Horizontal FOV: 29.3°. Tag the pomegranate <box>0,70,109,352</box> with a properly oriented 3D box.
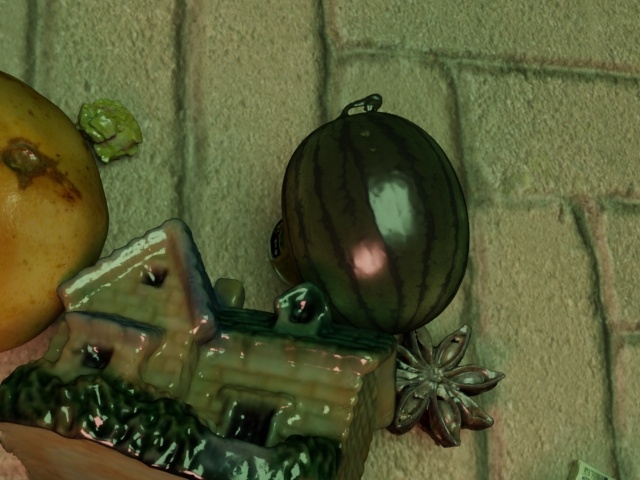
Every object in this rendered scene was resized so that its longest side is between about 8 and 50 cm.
[{"bbox_3d":[-0.503,-0.041,1.717,0.417,0.416,0.416,5,72,-17],"label":"pomegranate"}]

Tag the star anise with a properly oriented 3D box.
[{"bbox_3d":[0.171,0.239,1.984,0.223,0.109,0.236,-20,63,-31],"label":"star anise"}]

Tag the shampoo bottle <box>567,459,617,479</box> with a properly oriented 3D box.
[{"bbox_3d":[0.483,0.420,2.068,0.141,0.034,0.049,26,60,-9],"label":"shampoo bottle"}]

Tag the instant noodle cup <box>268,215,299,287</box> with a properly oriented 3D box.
[{"bbox_3d":[0.000,0.000,1.992,0.151,0.122,0.151,5,71,-15],"label":"instant noodle cup"}]

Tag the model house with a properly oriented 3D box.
[{"bbox_3d":[-0.138,0.187,1.654,0.445,0.395,0.400,12,58,16],"label":"model house"}]

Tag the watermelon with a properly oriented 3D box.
[{"bbox_3d":[0.079,-0.037,1.812,0.279,0.279,0.359,-12,85,-21],"label":"watermelon"}]

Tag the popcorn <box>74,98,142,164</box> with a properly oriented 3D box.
[{"bbox_3d":[-0.339,-0.178,1.961,0.109,0.089,0.097,12,34,-24],"label":"popcorn"}]
